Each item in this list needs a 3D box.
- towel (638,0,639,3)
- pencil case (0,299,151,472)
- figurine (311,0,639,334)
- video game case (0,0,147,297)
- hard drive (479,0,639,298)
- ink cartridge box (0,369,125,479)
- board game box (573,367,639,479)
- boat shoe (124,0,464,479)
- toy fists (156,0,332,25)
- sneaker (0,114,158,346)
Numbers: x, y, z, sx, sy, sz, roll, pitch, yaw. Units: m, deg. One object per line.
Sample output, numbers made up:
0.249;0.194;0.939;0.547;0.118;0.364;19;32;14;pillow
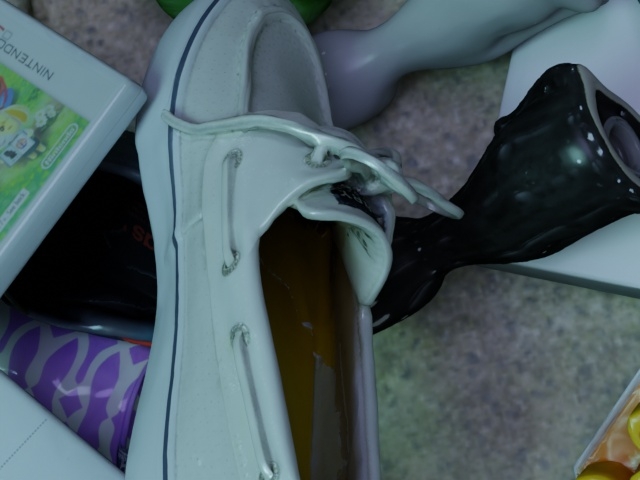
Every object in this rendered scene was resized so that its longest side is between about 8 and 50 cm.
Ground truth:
0.316;-0.294;0.899;0.370;0.040;0.271;-21;79;1;towel
-0.185;0.078;0.948;0.206;0.088;0.086;18;43;13;pencil case
0.069;-0.070;0.896;0.209;0.092;0.215;-29;59;30;figurine
-0.219;-0.036;0.858;0.193;0.023;0.212;33;85;36;video game case
0.238;-0.135;0.929;0.233;0.047;0.353;11;81;12;hard drive
-0.164;0.272;0.767;0.324;0.071;0.330;37;73;13;ink cartridge box
0.384;0.088;0.792;0.390;0.050;0.390;35;106;14;board game box
-0.006;-0.002;0.781;0.156;0.136;0.367;-27;45;36;boat shoe
-0.027;-0.231;0.904;0.142;0.096;0.279;17;125;-3;toy fists
-0.189;-0.033;0.916;0.350;0.148;0.131;19;113;14;sneaker
